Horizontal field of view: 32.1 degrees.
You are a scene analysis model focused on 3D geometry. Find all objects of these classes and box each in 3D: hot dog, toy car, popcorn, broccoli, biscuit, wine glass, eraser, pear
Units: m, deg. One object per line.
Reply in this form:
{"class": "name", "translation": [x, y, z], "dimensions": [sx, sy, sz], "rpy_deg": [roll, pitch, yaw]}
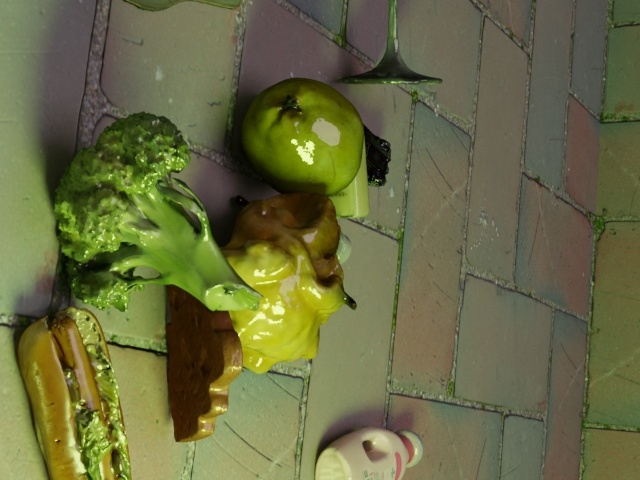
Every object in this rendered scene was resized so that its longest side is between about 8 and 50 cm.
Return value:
{"class": "hot dog", "translation": [-0.325, 0.258, 1.545], "dimensions": [0.135, 0.100, 0.337], "rpy_deg": [-29, 114, -56]}
{"class": "toy car", "translation": [0.071, -0.183, 2.230], "dimensions": [0.216, 0.063, 0.103], "rpy_deg": [35, 60, -47]}
{"class": "popcorn", "translation": [-0.064, 0.062, 1.833], "dimensions": [0.316, 0.281, 0.297], "rpy_deg": [-67, 161, -12]}
{"class": "broccoli", "translation": [-0.260, -0.002, 1.519], "dimensions": [0.186, 0.254, 0.302], "rpy_deg": [-7, 76, -67]}
{"class": "biscuit", "translation": [-0.184, 0.180, 1.686], "dimensions": [0.043, 0.284, 0.306], "rpy_deg": [-3, 121, -26]}
{"class": "wine glass", "translation": [0.145, -0.509, 2.187], "dimensions": [0.267, 0.267, 0.406], "rpy_deg": [-15, 106, -58]}
{"class": "eraser", "translation": [0.027, -0.127, 2.104], "dimensions": [0.058, 0.117, 0.172], "rpy_deg": [-16, 103, -58]}
{"class": "pear", "translation": [-0.026, -0.174, 1.932], "dimensions": [0.269, 0.212, 0.212], "rpy_deg": [56, 43, -65]}

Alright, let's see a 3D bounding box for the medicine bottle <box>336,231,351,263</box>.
{"class": "medicine bottle", "translation": [0.000, 0.000, 2.094], "dimensions": [0.130, 0.080, 0.080], "rpy_deg": [28, 66, -54]}

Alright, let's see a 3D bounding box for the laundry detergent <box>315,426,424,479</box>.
{"class": "laundry detergent", "translation": [0.107, 0.453, 2.263], "dimensions": [0.335, 0.088, 0.159], "rpy_deg": [-8, 96, -59]}

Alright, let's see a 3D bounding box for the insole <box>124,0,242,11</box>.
{"class": "insole", "translation": [-0.225, -0.425, 1.797], "dimensions": [0.348, 0.009, 0.119], "rpy_deg": [-11, 99, -58]}
